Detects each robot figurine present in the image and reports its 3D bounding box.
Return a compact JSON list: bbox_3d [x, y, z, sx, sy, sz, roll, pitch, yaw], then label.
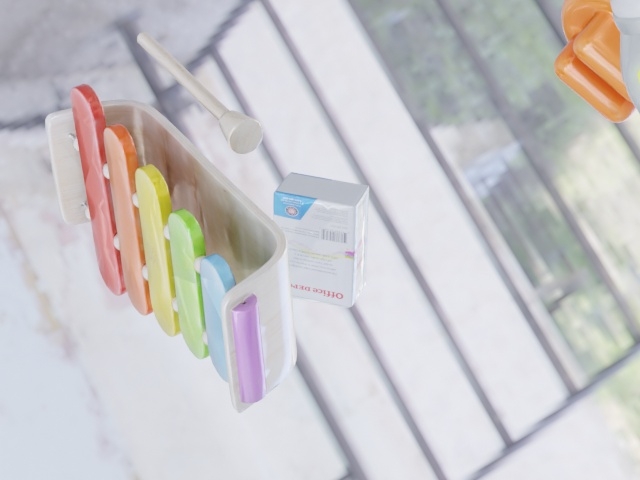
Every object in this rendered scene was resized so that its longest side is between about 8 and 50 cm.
[{"bbox_3d":[0.272,-0.193,1.486,0.219,0.128,0.158,-49,141,-20],"label":"robot figurine"}]

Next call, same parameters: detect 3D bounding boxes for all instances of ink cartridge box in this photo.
[{"bbox_3d":[0.000,0.000,1.970,0.052,0.088,0.122,-55,152,-56],"label":"ink cartridge box"}]

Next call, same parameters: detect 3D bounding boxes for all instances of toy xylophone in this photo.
[{"bbox_3d":[-0.116,-0.025,1.510,0.081,0.322,0.236,-23,123,-23],"label":"toy xylophone"}]

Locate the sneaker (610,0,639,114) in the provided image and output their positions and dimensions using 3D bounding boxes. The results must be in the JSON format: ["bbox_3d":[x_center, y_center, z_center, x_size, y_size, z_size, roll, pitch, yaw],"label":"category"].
[{"bbox_3d":[0.345,-0.098,0.988,0.145,0.384,0.147,-54,144,-54],"label":"sneaker"}]
